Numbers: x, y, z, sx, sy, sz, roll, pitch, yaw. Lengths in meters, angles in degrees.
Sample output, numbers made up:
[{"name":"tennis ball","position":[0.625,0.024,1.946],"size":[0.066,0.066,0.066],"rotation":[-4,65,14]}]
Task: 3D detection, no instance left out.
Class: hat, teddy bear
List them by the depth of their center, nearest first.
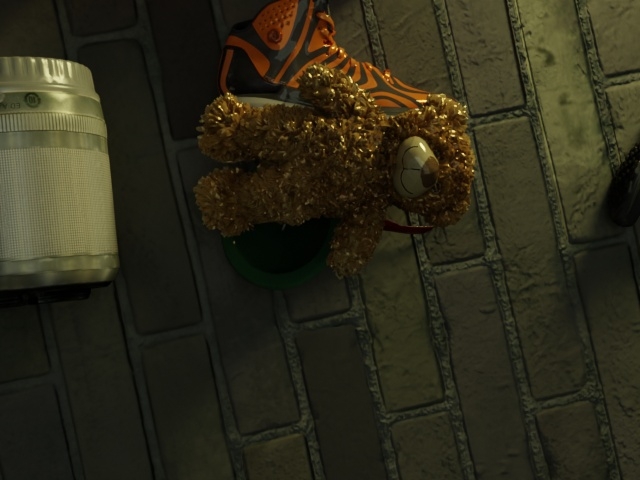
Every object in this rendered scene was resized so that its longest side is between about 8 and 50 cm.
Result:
[{"name":"teddy bear","position":[0.012,-0.088,1.173],"size":[0.338,0.113,0.245],"rotation":[18,82,7]},{"name":"hat","position":[0.000,0.000,1.327],"size":[0.208,0.183,0.173],"rotation":[23,88,30]}]

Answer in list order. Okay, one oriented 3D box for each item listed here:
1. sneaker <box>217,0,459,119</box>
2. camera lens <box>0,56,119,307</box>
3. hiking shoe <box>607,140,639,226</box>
[{"name":"sneaker","position":[0.031,-0.231,1.288],"size":[0.321,0.124,0.180],"rotation":[5,88,-7]},{"name":"camera lens","position":[-0.358,-0.059,1.178],"size":[0.219,0.219,0.274],"rotation":[-6,88,-8]},{"name":"hiking shoe","position":[0.483,-0.104,1.362],"size":[0.114,0.086,0.227],"rotation":[32,83,-2]}]
